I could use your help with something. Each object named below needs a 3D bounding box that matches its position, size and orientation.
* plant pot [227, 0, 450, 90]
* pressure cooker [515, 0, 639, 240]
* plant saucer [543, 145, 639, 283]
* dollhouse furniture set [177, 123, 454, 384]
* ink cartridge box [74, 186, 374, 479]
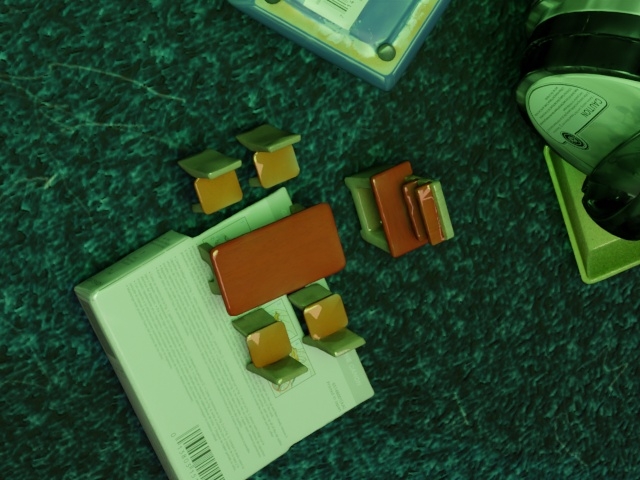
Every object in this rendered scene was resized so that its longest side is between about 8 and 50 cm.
[{"bbox_3d":[0.029,-0.305,1.660,0.236,0.212,0.236,27,109,-19],"label":"plant pot"},{"bbox_3d":[0.408,-0.195,1.656,0.370,0.375,0.420,40,71,-48],"label":"pressure cooker"},{"bbox_3d":[0.369,-0.068,1.915,0.188,0.045,0.188,-22,110,-5],"label":"plant saucer"},{"bbox_3d":[0.000,0.000,1.773,0.259,0.135,0.262,-24,109,-21],"label":"dollhouse furniture set"},{"bbox_3d":[-0.106,0.120,1.857,0.261,0.066,0.296,-31,112,-20],"label":"ink cartridge box"}]
